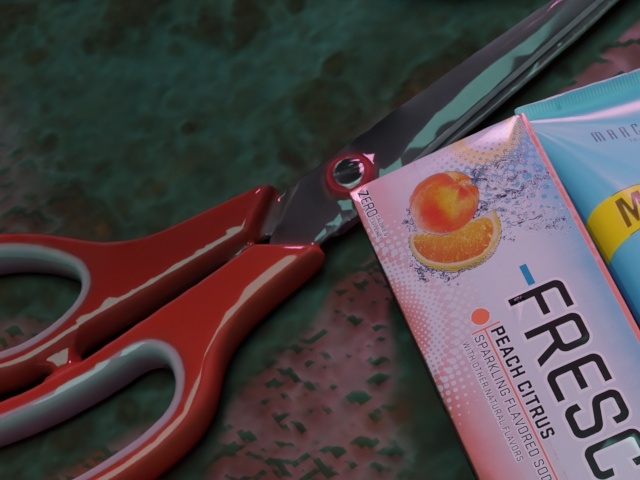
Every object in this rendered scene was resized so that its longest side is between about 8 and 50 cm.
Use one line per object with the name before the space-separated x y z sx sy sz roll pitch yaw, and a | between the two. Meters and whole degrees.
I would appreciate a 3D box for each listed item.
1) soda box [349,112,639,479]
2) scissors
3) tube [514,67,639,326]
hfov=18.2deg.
soda box | 0.070 0.058 0.549 0.058 0.063 0.183 -24 59 1
scissors | 0.000 0.000 0.628 0.297 0.021 0.109 -24 56 0
tube | 0.126 0.026 0.565 0.080 0.052 0.207 -15 53 -6
